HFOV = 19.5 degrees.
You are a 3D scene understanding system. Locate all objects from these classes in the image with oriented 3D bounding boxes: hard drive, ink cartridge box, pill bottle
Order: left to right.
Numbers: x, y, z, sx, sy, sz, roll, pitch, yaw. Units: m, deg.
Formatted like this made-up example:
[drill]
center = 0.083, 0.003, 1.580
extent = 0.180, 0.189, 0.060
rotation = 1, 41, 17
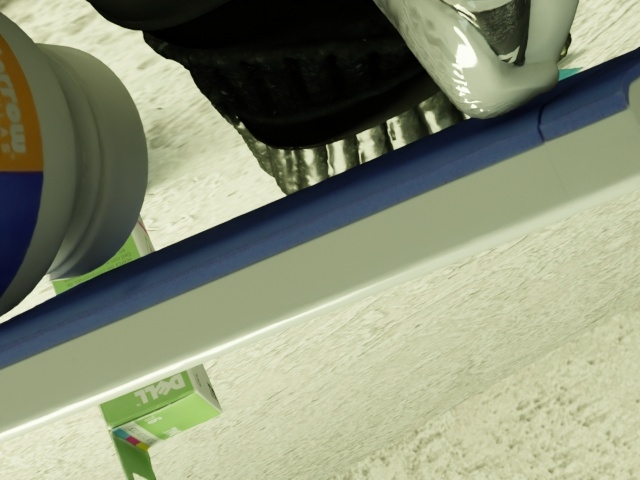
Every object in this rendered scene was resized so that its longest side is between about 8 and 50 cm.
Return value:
[pill bottle]
center = -0.199, -0.031, 0.771
extent = 0.152, 0.152, 0.272
rotation = -35, 164, 32
[ink cartridge box]
center = -0.113, 0.069, 1.160
extent = 0.062, 0.209, 0.109
rotation = -23, 166, 0
[hard drive]
center = 0.000, 0.000, 0.747
extent = 0.318, 0.040, 0.210
rotation = -22, -176, 23

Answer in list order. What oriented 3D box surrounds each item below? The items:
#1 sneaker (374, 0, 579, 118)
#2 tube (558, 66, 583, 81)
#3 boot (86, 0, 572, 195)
[sneaker]
center = 0.091, -0.196, 0.528
extent = 0.210, 0.137, 0.366
rotation = -24, 140, -9
[tube]
center = 0.106, -0.087, 1.324
extent = 0.080, 0.052, 0.207
rotation = -31, 171, 40
[boot]
center = 0.078, -0.143, 0.795
extent = 0.348, 0.131, 0.260
rotation = -20, 151, 20
